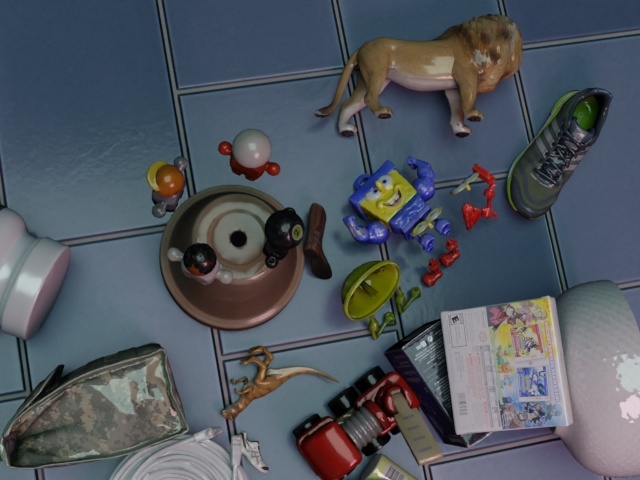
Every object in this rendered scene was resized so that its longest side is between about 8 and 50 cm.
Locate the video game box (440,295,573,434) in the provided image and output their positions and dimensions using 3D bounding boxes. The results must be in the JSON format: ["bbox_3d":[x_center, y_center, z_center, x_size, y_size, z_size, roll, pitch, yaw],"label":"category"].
[{"bbox_3d":[0.299,0.203,1.521,0.187,0.048,0.205,-10,81,28],"label":"video game box"}]

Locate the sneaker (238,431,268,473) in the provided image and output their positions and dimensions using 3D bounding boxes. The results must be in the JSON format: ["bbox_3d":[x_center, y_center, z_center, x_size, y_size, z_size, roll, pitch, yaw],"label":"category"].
[{"bbox_3d":[-0.116,0.370,1.643,0.037,0.032,0.083,-44,89,-13],"label":"sneaker"}]

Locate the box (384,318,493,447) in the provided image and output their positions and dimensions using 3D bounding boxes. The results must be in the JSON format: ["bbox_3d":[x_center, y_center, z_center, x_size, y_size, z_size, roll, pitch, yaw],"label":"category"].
[{"bbox_3d":[0.224,0.249,1.651,0.108,0.153,0.207,-33,85,-12],"label":"box"}]

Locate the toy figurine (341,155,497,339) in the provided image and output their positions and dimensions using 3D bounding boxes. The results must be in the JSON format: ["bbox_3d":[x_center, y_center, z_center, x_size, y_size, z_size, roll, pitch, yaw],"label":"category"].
[{"bbox_3d":[0.127,-0.029,1.723,0.362,0.191,0.217,-45,59,-6],"label":"toy figurine"}]

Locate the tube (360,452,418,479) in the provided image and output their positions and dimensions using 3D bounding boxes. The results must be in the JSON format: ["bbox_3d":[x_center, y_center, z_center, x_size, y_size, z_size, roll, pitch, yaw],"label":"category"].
[{"bbox_3d":[0.180,0.472,1.659,0.240,0.070,0.062,38,38,-4],"label":"tube"}]

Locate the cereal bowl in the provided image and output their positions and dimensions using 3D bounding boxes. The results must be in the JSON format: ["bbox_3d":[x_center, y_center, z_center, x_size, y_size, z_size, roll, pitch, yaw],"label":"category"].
[{"bbox_3d":[0.450,0.241,1.601,0.141,0.339,0.339,-10,81,3],"label":"cereal bowl"}]

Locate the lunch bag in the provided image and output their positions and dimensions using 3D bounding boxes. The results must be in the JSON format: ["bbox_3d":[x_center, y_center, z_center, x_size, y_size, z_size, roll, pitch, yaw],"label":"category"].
[{"bbox_3d":[-0.373,0.274,1.518,0.287,0.235,0.169,-18,89,-11],"label":"lunch bag"}]

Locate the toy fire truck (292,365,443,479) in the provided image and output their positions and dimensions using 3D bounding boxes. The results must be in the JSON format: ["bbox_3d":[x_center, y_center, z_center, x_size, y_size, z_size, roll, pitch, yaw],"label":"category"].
[{"bbox_3d":[0.087,0.325,1.570,0.217,0.246,0.158,-36,86,-13],"label":"toy fire truck"}]

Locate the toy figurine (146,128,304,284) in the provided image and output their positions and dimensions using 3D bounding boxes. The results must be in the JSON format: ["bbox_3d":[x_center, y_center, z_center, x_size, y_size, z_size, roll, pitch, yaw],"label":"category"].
[{"bbox_3d":[-0.144,-0.046,1.419,0.209,0.148,0.213,-18,83,-11],"label":"toy figurine"}]

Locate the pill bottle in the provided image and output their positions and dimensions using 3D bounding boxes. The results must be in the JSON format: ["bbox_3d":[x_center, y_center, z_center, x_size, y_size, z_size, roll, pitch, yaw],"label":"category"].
[{"bbox_3d":[-0.614,0.016,1.542,0.363,0.210,0.210,23,78,-3],"label":"pill bottle"}]

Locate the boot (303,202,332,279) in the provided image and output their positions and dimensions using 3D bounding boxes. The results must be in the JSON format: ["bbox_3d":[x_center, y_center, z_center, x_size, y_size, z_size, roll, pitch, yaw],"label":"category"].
[{"bbox_3d":[0.000,0.000,1.720,0.037,0.106,0.114,-8,50,15],"label":"boot"}]

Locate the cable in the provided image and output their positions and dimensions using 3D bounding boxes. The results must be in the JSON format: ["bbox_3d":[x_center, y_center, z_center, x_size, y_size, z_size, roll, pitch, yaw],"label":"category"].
[{"bbox_3d":[-0.237,0.451,1.566,0.257,0.089,0.257,-9,76,3],"label":"cable"}]

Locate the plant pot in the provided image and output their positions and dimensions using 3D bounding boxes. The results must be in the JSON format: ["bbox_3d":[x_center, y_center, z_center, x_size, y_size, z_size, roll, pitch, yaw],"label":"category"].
[{"bbox_3d":[-0.145,0.013,1.602,0.263,0.229,0.263,2,79,-8],"label":"plant pot"}]

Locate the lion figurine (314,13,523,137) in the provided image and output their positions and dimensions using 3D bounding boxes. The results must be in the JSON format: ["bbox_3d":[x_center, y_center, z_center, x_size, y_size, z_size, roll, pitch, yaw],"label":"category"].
[{"bbox_3d":[0.187,-0.321,1.757,0.392,0.142,0.240,3,72,-3],"label":"lion figurine"}]

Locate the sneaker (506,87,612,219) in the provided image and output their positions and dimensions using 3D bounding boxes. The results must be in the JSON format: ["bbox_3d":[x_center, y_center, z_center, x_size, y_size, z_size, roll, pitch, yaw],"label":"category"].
[{"bbox_3d":[0.451,-0.175,1.774,0.111,0.121,0.300,30,77,-2],"label":"sneaker"}]

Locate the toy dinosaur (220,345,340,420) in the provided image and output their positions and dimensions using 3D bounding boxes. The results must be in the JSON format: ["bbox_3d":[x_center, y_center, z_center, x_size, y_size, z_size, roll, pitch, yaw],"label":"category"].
[{"bbox_3d":[-0.087,0.242,1.664,0.211,0.064,0.112,-26,103,-3],"label":"toy dinosaur"}]
